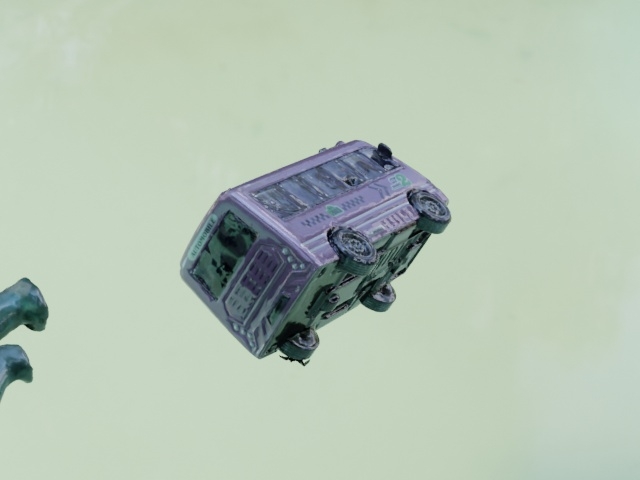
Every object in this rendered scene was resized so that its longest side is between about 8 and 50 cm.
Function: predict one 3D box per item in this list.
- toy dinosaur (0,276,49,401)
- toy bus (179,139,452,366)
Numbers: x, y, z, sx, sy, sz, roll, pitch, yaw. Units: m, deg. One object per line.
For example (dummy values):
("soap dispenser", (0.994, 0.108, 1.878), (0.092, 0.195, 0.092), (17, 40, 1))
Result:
("toy dinosaur", (-0.270, 0.156, 0.764), (0.331, 0.129, 0.383), (-23, 57, -22))
("toy bus", (0.000, 0.000, 1.010), (0.108, 0.096, 0.199), (41, 30, 14))
